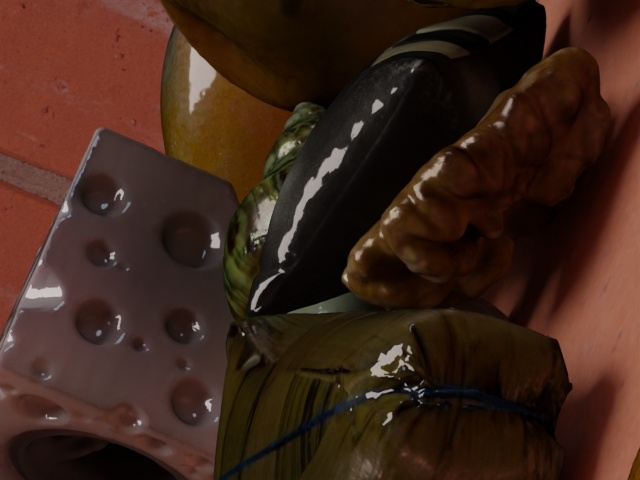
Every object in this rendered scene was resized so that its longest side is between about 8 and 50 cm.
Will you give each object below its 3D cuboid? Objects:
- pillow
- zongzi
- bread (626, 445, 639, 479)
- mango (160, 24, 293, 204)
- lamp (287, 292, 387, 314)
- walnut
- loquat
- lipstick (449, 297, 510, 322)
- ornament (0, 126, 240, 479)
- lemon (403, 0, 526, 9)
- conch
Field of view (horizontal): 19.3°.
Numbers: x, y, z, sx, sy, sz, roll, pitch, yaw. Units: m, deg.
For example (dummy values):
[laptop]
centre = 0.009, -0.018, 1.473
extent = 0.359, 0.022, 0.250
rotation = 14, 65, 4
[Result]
[pillow]
centre = 0.053, -0.051, 1.125
extent = 0.186, 0.106, 0.250
rotation = -57, -9, 25
[zongzi]
centre = 0.016, 0.175, 0.900
extent = 0.260, 0.123, 0.289
rotation = 175, 106, -70
[bread]
centre = 0.113, 0.111, 0.511
extent = 0.102, 0.094, 0.245
rotation = -142, 76, -87
[mango]
centre = -0.064, -0.152, 1.926
extent = 0.221, 0.199, 0.383
rotation = -162, 83, -76
[lamp]
centre = 0.006, 0.076, 1.134
extent = 0.193, 0.106, 0.106
rotation = -82, 17, -81
[walnut]
centre = 0.087, -0.023, 0.976
extent = 0.170, 0.069, 0.143
rotation = -45, -5, -6
[loquat]
centre = -0.001, -0.238, 1.444
extent = 0.284, 0.276, 0.276
rotation = 51, -128, -51
[lipstick]
centre = 0.057, 0.096, 1.040
extent = 0.040, 0.040, 0.141
rotation = -87, 22, -66
[ornament]
centre = -0.137, 0.101, 1.526
extent = 0.240, 0.239, 0.239
rotation = 126, 166, -55
[lemon]
centre = 0.096, -0.278, 1.083
extent = 0.268, 0.268, 0.321
rotation = 131, 161, -62
[conch]
centre = -0.003, -0.002, 1.378
extent = 0.187, 0.124, 0.181
rotation = 114, 179, -66
